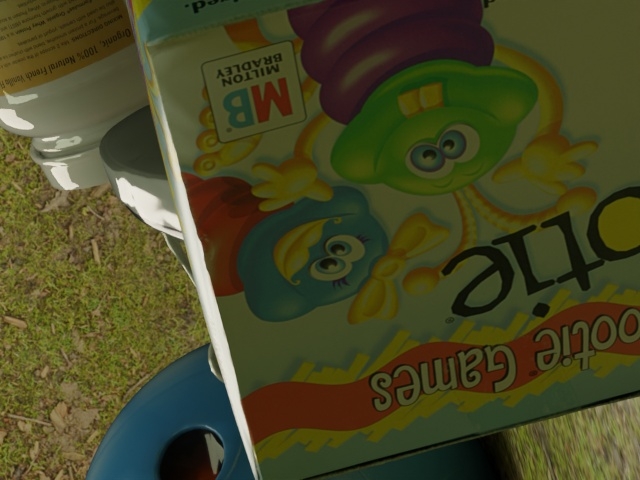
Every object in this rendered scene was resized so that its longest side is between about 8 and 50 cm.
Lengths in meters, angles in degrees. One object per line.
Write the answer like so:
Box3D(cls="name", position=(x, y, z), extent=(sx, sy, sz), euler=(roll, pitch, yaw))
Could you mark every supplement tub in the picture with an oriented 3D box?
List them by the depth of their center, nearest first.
Box3D(cls="supplement tub", position=(-0.195, -0.221, 1.437), extent=(0.228, 0.228, 0.316), euler=(-112, -4, -71))

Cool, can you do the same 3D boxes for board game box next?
Box3D(cls="board game box", position=(0.015, -0.099, 0.478), extent=(0.142, 0.144, 0.275), euler=(79, 175, -47))

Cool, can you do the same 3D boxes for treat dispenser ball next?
Box3D(cls="treat dispenser ball", position=(-0.020, 0.201, 1.247), extent=(0.288, 0.288, 0.288), euler=(166, 90, -87))

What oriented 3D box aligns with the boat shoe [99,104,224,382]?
Box3D(cls="boat shoe", position=(0.004, 0.013, 0.976), extent=(0.367, 0.136, 0.156), euler=(21, 133, 57))
